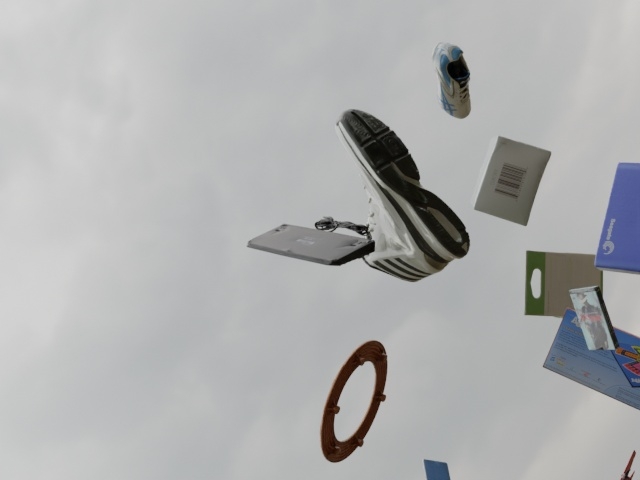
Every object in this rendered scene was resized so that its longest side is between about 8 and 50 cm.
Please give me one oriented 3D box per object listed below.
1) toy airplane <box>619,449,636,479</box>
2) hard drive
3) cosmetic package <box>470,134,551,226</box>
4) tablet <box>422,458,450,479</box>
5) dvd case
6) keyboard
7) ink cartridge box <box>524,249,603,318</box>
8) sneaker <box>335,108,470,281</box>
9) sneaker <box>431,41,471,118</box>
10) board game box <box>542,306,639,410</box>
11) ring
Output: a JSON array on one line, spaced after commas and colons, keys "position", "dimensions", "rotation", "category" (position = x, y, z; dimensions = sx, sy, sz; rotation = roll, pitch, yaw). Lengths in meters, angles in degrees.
[{"position": [0.792, 0.621, 2.370], "dimensions": [0.151, 0.028, 0.151], "rotation": [-45, -31, -37], "category": "toy airplane"}, {"position": [0.666, -0.033, 1.633], "dimensions": [0.040, 0.318, 0.210], "rotation": [25, -103, -45], "category": "hard drive"}, {"position": [0.523, -0.172, 2.556], "dimensions": [0.385, 0.156, 0.217], "rotation": [-34, -38, -78], "category": "cosmetic package"}, {"position": [0.228, 0.463, 1.770], "dimensions": [0.054, 0.083, 0.006], "rotation": [12, -50, -15], "category": "tablet"}, {"position": [0.504, 0.144, 1.685], "dimensions": [0.013, 0.120, 0.087], "rotation": [-17, -1, -18], "category": "dvd case"}, {"position": [0.000, 0.000, 1.970], "dimensions": [0.201, 0.317, 0.033], "rotation": [-27, -66, -33], "category": "keyboard"}, {"position": [0.617, 0.115, 2.349], "dimensions": [0.235, 0.056, 0.171], "rotation": [4, -95, -17], "category": "ink cartridge box"}, {"position": [0.133, -0.083, 2.212], "dimensions": [0.257, 0.448, 0.169], "rotation": [-40, -5, 39], "category": "sneaker"}, {"position": [0.333, -0.381, 2.235], "dimensions": [0.085, 0.086, 0.237], "rotation": [-43, -41, -14], "category": "sneaker"}, {"position": [0.638, 0.265, 1.966], "dimensions": [0.027, 0.281, 0.145], "rotation": [-7, -61, -68], "category": "board game box"}, {"position": [0.098, 0.421, 2.373], "dimensions": [0.336, 0.032, 0.337], "rotation": [-37, -44, -47], "category": "ring"}]
